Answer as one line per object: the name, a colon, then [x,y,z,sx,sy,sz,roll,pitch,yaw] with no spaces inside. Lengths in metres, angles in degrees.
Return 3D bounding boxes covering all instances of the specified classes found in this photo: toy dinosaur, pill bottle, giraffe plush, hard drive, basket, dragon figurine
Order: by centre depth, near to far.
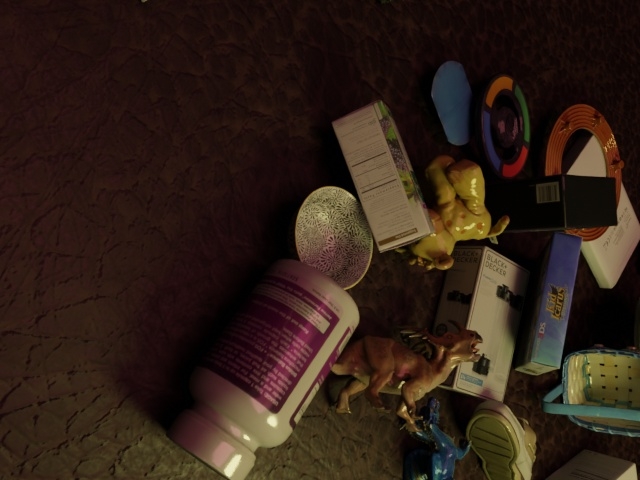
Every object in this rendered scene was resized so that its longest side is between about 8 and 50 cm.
pill bottle: [-0.084,0.189,0.878,0.169,0.169,0.302,48,63,-26]
toy dinosaur: [0.128,0.217,1.070,0.295,0.127,0.200,17,62,-16]
giraffe plush: [0.220,-0.032,1.117,0.170,0.181,0.210,-37,94,-19]
dragon figurine: [0.214,0.444,1.145,0.144,0.085,0.289,10,79,-34]
basket: [0.673,0.353,1.395,0.289,0.254,0.201,-16,101,-55]
hard drive: [0.721,-0.084,1.557,0.233,0.047,0.353,-48,116,-27]

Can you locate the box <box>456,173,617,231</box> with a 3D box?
box: [0.418,-0.067,1.196,0.184,0.261,0.103,-5,91,-36]

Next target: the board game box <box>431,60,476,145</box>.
board game box: [0.263,-0.276,1.224,0.133,0.033,0.169,-44,118,-34]

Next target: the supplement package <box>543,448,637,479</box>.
supplement package: [0.630,0.622,1.423,0.244,0.133,0.139,-15,98,-36]

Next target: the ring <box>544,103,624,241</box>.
ring: [0.652,-0.164,1.459,0.336,0.032,0.337,0,90,-36]

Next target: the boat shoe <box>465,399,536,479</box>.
boat shoe: [0.380,0.410,1.243,0.103,0.113,0.302,-51,137,-30]

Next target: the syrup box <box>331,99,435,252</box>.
syrup box: [0.110,-0.105,1.021,0.237,0.096,0.093,69,17,4]

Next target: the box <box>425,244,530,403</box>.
box: [0.320,0.170,1.229,0.169,0.087,0.290,26,74,-34]

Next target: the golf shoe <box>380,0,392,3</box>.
golf shoe: [0.211,-0.538,1.154,0.272,0.105,0.120,-21,94,-36]

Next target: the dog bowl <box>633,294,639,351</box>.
dog bowl: [0.916,0.315,1.493,0.408,0.150,0.408,-5,90,-77]

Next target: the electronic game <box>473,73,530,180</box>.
electronic game: [0.398,-0.244,1.300,0.229,0.048,0.229,-1,91,-47]

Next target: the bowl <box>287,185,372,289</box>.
bowl: [0.000,0.000,0.993,0.170,0.080,0.170,7,79,-42]

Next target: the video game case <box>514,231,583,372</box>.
video game case: [0.483,0.144,1.280,0.244,0.061,0.270,53,51,-71]
